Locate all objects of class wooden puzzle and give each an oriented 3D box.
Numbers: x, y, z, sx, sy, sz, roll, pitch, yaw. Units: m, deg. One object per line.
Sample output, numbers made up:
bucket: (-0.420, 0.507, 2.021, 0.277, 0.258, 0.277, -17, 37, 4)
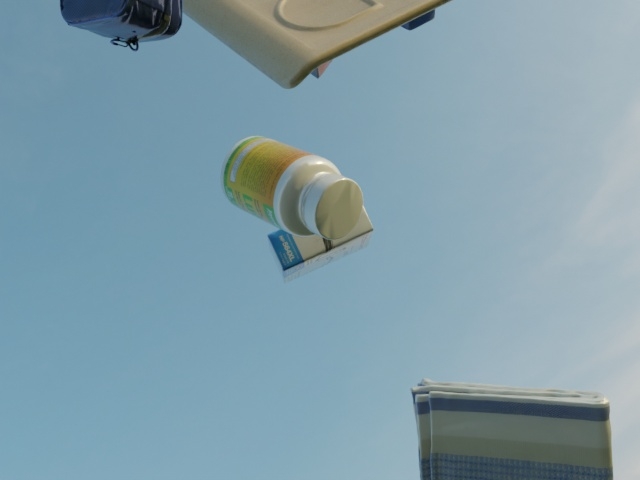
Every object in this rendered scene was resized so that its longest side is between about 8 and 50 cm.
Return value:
wooden puzzle: (0.013, -0.341, 0.937, 0.348, 0.322, 0.080, -34, -38, -17)

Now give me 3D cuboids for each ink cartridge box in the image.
ink cartridge box: (0.000, 0.000, 1.431, 0.203, 0.086, 0.148, -24, -13, -6)

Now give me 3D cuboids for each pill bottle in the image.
pill bottle: (-0.048, -0.085, 1.158, 0.136, 0.246, 0.136, -19, -60, -36)

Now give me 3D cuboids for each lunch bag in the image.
lunch bag: (-0.132, -0.181, 0.476, 0.065, 0.067, 0.098, -4, -83, -61)

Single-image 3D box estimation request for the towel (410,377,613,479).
towel: (0.215, 0.291, 0.775, 0.034, 0.209, 0.285, -40, -55, -65)
